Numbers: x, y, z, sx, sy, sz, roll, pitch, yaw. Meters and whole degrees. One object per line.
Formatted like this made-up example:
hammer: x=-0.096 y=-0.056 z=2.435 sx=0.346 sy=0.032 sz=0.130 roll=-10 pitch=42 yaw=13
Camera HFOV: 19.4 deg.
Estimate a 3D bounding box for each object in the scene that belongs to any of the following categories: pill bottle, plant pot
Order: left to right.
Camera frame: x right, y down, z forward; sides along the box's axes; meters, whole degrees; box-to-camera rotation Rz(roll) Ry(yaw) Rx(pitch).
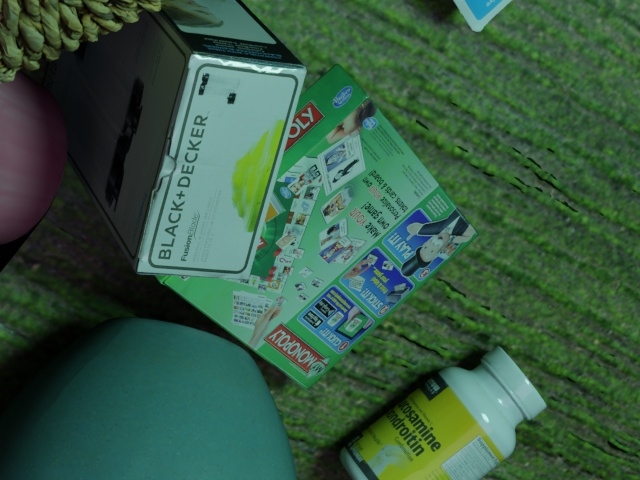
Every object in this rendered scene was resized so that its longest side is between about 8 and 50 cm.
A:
plant pot: x=-0.288 y=-0.075 z=1.339 sx=0.180 sy=0.201 sz=0.201 roll=18 pitch=109 yaw=-51
plant pot: x=-0.143 y=0.177 z=1.562 sx=0.290 sy=0.290 sz=0.195 roll=24 pitch=69 yaw=-32
pill bottle: x=0.116 y=0.183 z=1.752 sx=0.184 sy=0.103 sz=0.103 roll=-38 pitch=125 yaw=-1

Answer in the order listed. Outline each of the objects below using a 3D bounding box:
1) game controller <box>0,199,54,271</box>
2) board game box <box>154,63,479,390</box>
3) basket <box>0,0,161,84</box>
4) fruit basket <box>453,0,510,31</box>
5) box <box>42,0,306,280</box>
game controller: x=-0.349 y=-0.078 z=1.430 sx=0.166 sy=0.067 sz=0.319 roll=-47 pitch=125 yaw=5
board game box: x=0.000 y=0.000 z=1.555 sx=0.213 sy=0.046 sz=0.317 roll=-41 pitch=152 yaw=2
basket: x=-0.188 y=-0.296 z=1.221 sx=0.223 sy=0.299 sz=0.213 roll=-26 pitch=162 yaw=-8
fruit basket: x=0.174 y=-0.369 z=1.445 sx=0.327 sy=0.165 sz=0.353 roll=-44 pitch=132 yaw=-4
box: x=-0.118 y=-0.108 z=1.380 sx=0.087 sy=0.290 sz=0.169 roll=6 pitch=113 yaw=-26
